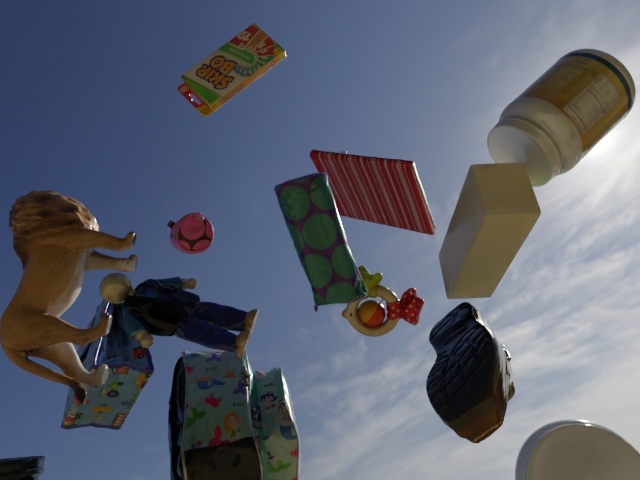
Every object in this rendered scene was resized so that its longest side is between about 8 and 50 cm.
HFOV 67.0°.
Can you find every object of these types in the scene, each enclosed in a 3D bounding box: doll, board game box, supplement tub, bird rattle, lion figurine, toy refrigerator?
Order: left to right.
[{"bbox_3d":[-0.471,0.081,0.852,0.240,0.392,0.142,9,-36,-10],"label":"lion figurine"},{"bbox_3d":[-0.173,0.083,0.584,0.188,0.129,0.046,18,-58,-2],"label":"doll"},{"bbox_3d":[-0.222,-0.421,1.190,0.259,0.124,0.039,-42,-18,-8],"label":"board game box"},{"bbox_3d":[0.180,0.197,1.467,0.253,0.143,0.207,33,-75,-13],"label":"bird rattle"},{"bbox_3d":[0.282,-0.005,0.832,0.094,0.102,0.270,-3,-34,0],"label":"toy refrigerator"},{"bbox_3d":[0.386,-0.196,0.784,0.199,0.144,0.144,-41,-36,-11],"label":"supplement tub"},{"bbox_3d":[0.490,0.467,0.914,0.228,0.228,0.316,-26,-33,8],"label":"supplement tub"}]

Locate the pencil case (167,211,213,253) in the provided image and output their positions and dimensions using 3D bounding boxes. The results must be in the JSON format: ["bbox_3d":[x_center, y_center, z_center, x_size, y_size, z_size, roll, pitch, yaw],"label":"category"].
[{"bbox_3d":[-0.300,-0.018,1.116,0.095,0.209,0.098,26,-99,-21],"label":"pencil case"}]

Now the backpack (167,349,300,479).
[{"bbox_3d":[-0.132,0.278,0.705,0.191,0.253,0.225,-9,-59,-19],"label":"backpack"}]

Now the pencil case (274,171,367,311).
[{"bbox_3d":[0.000,0.000,0.547,0.064,0.152,0.070,-19,3,5],"label":"pencil case"}]

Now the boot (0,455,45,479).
[{"bbox_3d":[-0.365,0.351,0.505,0.094,0.207,0.246,14,-37,-44],"label":"boot"}]

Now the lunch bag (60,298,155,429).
[{"bbox_3d":[-0.515,0.263,1.166,0.138,0.293,0.221,17,-61,-35],"label":"lunch bag"}]

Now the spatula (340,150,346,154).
[{"bbox_3d":[0.040,-0.116,1.278,0.019,0.168,0.242,8,-80,-8],"label":"spatula"}]

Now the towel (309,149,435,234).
[{"bbox_3d":[0.110,-0.109,1.044,0.031,0.274,0.199,-51,-47,-24],"label":"towel"}]

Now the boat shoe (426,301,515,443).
[{"bbox_3d":[0.244,0.198,0.736,0.122,0.120,0.324,-42,1,20],"label":"boat shoe"}]
